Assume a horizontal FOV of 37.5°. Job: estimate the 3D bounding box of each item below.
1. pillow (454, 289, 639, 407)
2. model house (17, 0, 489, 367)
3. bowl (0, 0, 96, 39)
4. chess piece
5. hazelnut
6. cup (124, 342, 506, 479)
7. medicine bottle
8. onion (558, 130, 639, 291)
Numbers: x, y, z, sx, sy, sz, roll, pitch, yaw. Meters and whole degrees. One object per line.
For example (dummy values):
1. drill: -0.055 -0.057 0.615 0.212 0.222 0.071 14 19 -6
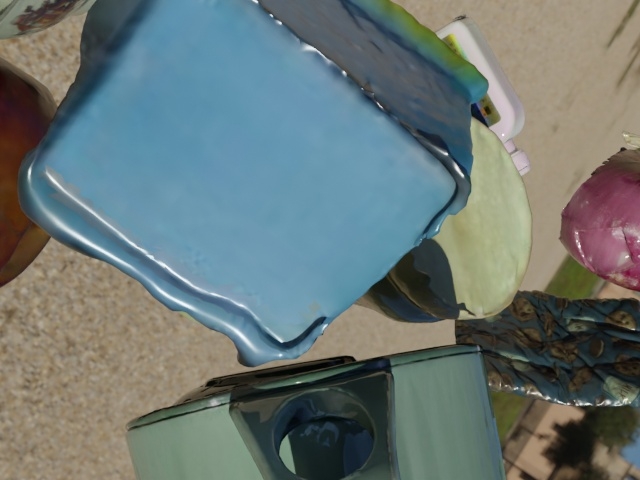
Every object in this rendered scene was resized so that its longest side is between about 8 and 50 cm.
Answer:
1. pillow: 0.290 0.128 1.160 0.189 0.255 0.034 -85 -177 -51
2. model house: -0.028 -0.109 0.675 0.215 0.237 0.303 -47 -168 36
3. bowl: -0.373 -0.400 1.271 0.157 0.337 0.337 17 107 -45
4. chess piece: 0.000 0.000 1.111 0.442 0.234 0.234 -10 -156 43
5. hazelnut: -0.576 -0.114 1.338 0.402 0.429 0.402 -168 -90 -90
6. cup: 0.005 0.283 0.745 0.310 0.392 0.401 -18 167 24
7. medicine bottle: 0.200 -0.175 1.248 0.115 0.219 0.078 -30 -179 34
8. onion: 0.418 -0.017 1.189 0.201 0.200 0.207 -59 156 5
